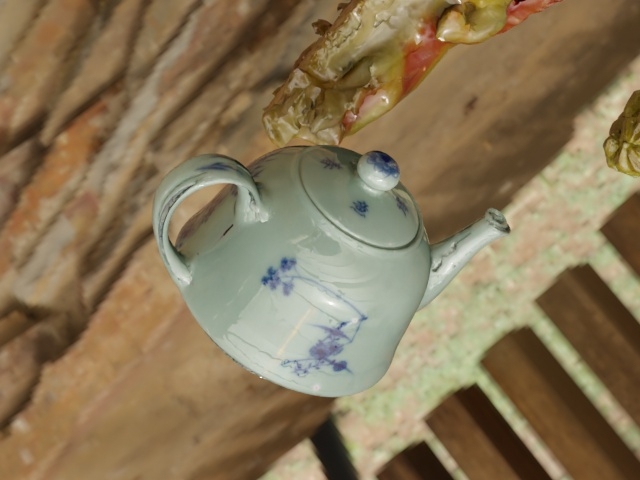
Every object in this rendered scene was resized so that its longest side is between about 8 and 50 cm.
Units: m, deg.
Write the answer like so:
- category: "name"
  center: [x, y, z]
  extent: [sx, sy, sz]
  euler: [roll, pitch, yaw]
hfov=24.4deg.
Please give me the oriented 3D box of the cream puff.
- category: "cream puff"
  center: [0.429, -0.126, 1.837]
  extent: [0.156, 0.156, 0.121]
  euler: [-29, 159, -24]

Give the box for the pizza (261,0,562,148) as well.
- category: "pizza"
  center: [0.115, -0.200, 1.146]
  extent: [0.406, 0.130, 0.440]
  euler: [-46, -174, -7]

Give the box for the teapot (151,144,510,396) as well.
- category: "teapot"
  center: [0.000, 0.000, 0.908]
  extent: [0.232, 0.159, 0.159]
  euler: [11, 133, -32]
